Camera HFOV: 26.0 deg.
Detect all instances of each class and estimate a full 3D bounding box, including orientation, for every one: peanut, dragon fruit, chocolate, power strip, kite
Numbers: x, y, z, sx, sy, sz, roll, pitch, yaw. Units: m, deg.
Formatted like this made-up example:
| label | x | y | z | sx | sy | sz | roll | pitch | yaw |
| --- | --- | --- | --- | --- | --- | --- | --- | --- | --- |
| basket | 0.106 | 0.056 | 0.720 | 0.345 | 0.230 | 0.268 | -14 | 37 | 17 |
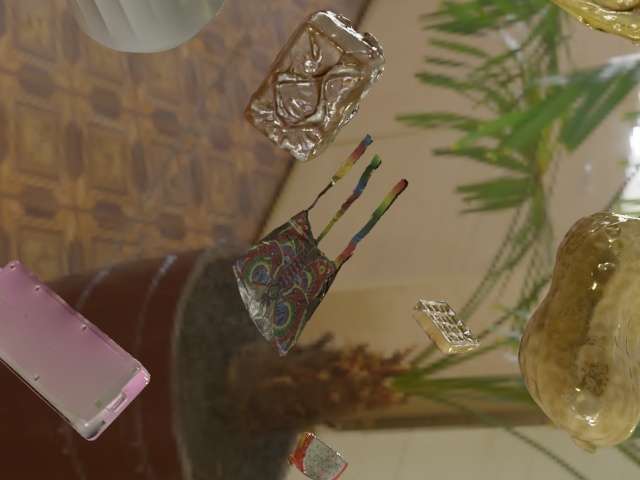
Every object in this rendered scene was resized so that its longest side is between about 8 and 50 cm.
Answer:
| label | x | y | z | sx | sy | sz | roll | pitch | yaw |
| --- | --- | --- | --- | --- | --- | --- | --- | --- | --- |
| peanut | 0.316 | 0.100 | 1.643 | 0.143 | 0.159 | 0.291 | 41 | 58 | -53 |
| dragon fruit | -0.009 | 0.310 | 1.971 | 0.083 | 0.060 | 0.056 | 37 | 82 | -24 |
| chocolate | -0.009 | -0.236 | 2.116 | 0.148 | 0.214 | 0.093 | 36 | 25 | 3 |
| power strip | -0.331 | 0.132 | 1.712 | 0.109 | 0.279 | 0.037 | -48 | 150 | -12 |
| kite | 0.000 | 0.000 | 1.642 | 0.015 | 0.285 | 0.152 | 8 | 41 | -45 |

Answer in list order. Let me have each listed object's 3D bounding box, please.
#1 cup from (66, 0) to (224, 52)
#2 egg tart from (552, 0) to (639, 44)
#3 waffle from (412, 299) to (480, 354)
| label | x | y | z | sx | sy | sz | roll | pitch | yaw |
| --- | --- | --- | --- | --- | --- | --- | --- | --- | --- |
| cup | -0.261 | -0.459 | 1.880 | 0.327 | 0.237 | 0.323 | 69 | 20 | -62 |
| egg tart | 0.292 | -0.321 | 1.243 | 0.132 | 0.341 | 0.341 | 113 | -9 | -54 |
| waffle | 0.172 | 0.120 | 1.943 | 0.092 | 0.021 | 0.135 | 52 | 17 | 19 |
